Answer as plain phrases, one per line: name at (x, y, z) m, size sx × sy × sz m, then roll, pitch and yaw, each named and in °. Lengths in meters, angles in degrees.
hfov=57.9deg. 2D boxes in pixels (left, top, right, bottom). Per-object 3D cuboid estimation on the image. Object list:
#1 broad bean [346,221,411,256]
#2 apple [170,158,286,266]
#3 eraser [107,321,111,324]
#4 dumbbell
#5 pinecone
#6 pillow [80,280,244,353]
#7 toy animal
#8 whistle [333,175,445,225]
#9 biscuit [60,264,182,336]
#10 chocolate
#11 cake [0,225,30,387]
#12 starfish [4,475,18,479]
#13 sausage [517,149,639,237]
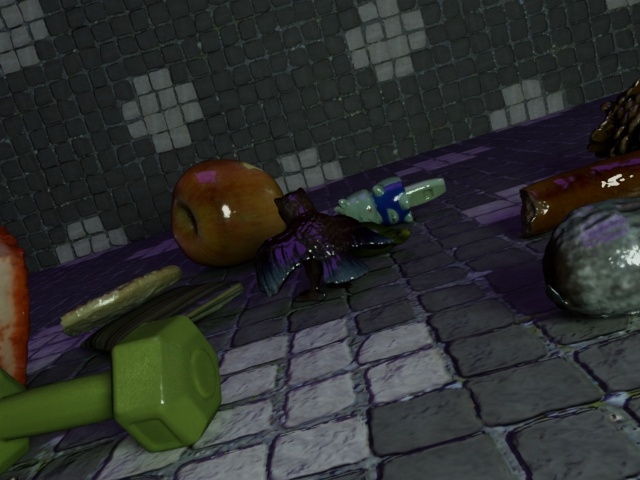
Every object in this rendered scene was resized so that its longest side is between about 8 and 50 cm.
broad bean at (0.052, -0.004, 1.044) m, size 0.077 × 0.061 × 0.339 m, roll -10°, pitch 6°, yaw -26°
apple at (-0.200, -0.064, 1.289) m, size 0.242 × 0.242 × 0.241 m, roll -6°, pitch 9°, yaw 46°
eraser at (-0.415, 0.150, 1.120) m, size 0.038 × 0.019 × 0.083 m, roll -23°, pitch 12°, yaw -34°
dumbbell at (-0.246, 0.159, 0.562) m, size 0.302 × 0.121 × 0.108 m, roll -15°, pitch 39°, yaw 12°
pinecone at (0.519, -0.172, 0.886) m, size 0.179 × 0.150 × 0.195 m, roll -53°, pitch 18°, yaw 11°
pillow at (-0.250, 0.121, 0.909) m, size 0.208 × 0.052 × 0.212 m, roll -32°, pitch 16°, yaw -37°
toy animal at (-0.004, -0.007, 0.849) m, size 0.218 × 0.179 × 0.116 m, roll -21°, pitch -14°, yaw -20°
whistle at (0.137, -0.073, 1.178) m, size 0.244 × 0.110 × 0.092 m, roll -16°, pitch 42°, yaw 3°
biscuit at (-0.327, 0.100, 0.955) m, size 0.188 × 0.040 × 0.265 m, roll -31°, pitch -1°, yaw 29°
chocolate at (0.315, -0.002, 0.503) m, size 0.248 × 0.110 × 0.110 m, roll -14°, pitch 11°, yaw 12°
cake at (-0.566, 0.108, 0.746) m, size 0.319 × 0.270 × 0.269 m, roll -12°, pitch 26°, yaw -40°
starfish at (-0.362, 0.254, 0.452) m, size 0.227 × 0.043 × 0.240 m, roll -22°, pitch 14°, yaw -21°
sausage at (0.417, -0.076, 0.799) m, size 0.302 × 0.076 × 0.103 m, roll -16°, pitch 18°, yaw 13°
